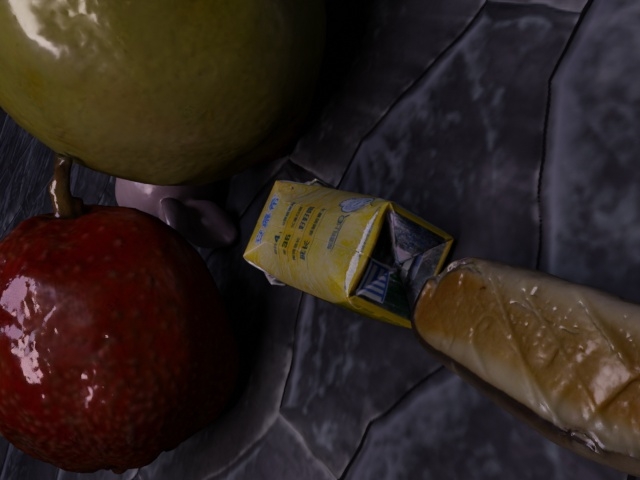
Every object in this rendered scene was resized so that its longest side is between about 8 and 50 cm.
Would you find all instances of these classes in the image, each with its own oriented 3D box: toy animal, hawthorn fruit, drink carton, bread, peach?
[{"bbox_3d":[-0.162,-0.050,0.780,0.124,0.124,0.213,-44,45,32],"label":"toy animal"},{"bbox_3d":[-0.177,0.055,0.611,0.205,0.205,0.253,-9,94,54],"label":"hawthorn fruit"},{"bbox_3d":[0.000,0.000,0.540,0.200,0.074,0.084,16,84,57],"label":"drink carton"},{"bbox_3d":[0.117,0.057,0.349,0.214,0.053,0.073,20,83,61],"label":"bread"},{"bbox_3d":[-0.145,-0.205,0.633,0.281,0.314,0.316,-30,83,41],"label":"peach"}]

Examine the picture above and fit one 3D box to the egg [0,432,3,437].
[{"bbox_3d":[-0.330,0.156,0.867,0.181,0.141,0.141,-21,53,39],"label":"egg"}]
